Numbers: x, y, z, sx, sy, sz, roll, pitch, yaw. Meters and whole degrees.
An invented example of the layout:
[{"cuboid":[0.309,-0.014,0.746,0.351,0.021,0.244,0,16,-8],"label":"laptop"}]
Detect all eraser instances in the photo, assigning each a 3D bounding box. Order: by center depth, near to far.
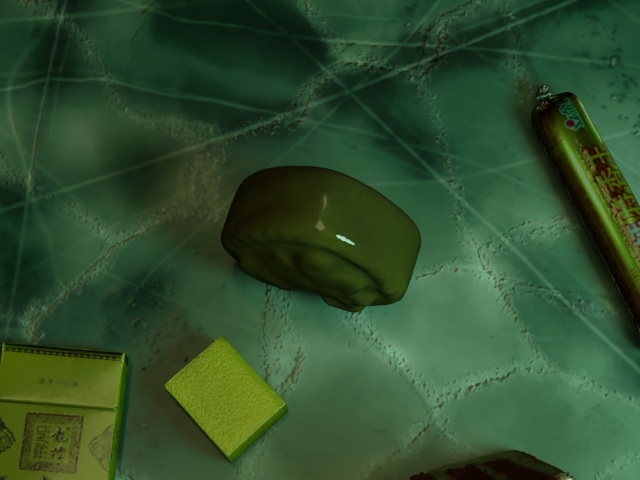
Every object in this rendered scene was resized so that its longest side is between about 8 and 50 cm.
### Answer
[{"cuboid":[-0.115,0.192,1.624,0.097,0.045,0.122,-43,76,-11],"label":"eraser"}]

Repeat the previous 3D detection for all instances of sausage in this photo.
[{"cuboid":[0.362,-0.039,1.669,0.082,0.082,0.371,-23,74,-6],"label":"sausage"}]

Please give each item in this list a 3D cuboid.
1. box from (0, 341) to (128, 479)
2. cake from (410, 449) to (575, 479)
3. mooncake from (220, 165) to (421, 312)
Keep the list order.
[{"cuboid":[-0.324,0.267,1.610,0.153,0.041,0.279,4,74,4],"label":"box"},{"cuboid":[0.190,0.279,1.496,0.158,0.262,0.159,-14,54,-8],"label":"cake"},{"cuboid":[0.000,0.000,1.586,0.235,0.235,0.117,17,74,6],"label":"mooncake"}]
